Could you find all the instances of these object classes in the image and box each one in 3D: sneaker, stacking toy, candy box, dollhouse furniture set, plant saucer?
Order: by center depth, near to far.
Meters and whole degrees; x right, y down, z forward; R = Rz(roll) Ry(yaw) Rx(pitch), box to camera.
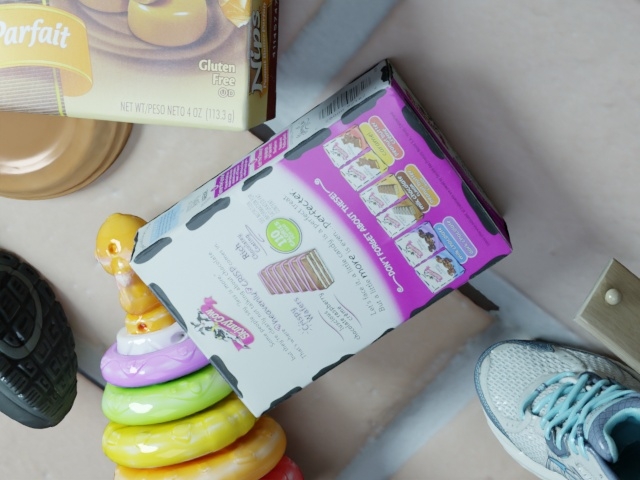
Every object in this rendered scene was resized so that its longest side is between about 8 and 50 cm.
[{"bbox_3d":[0.290,0.024,1.266,0.123,0.144,0.151,38,158,-9],"label":"dollhouse furniture set"},{"bbox_3d":[-0.188,-0.181,1.268,0.316,0.087,0.183,6,100,12],"label":"candy box"},{"bbox_3d":[0.213,0.135,1.302,0.283,0.110,0.122,33,168,40],"label":"sneaker"},{"bbox_3d":[0.000,0.000,1.336,0.233,0.071,0.159,-33,108,11],"label":"candy box"},{"bbox_3d":[-0.240,-0.114,1.382,0.200,0.037,0.200,7,122,11],"label":"plant saucer"},{"bbox_3d":[-0.117,0.118,1.437,0.175,0.166,0.302,-7,107,31],"label":"stacking toy"},{"bbox_3d":[-0.316,0.050,1.472,0.286,0.109,0.130,45,127,-3],"label":"sneaker"}]
